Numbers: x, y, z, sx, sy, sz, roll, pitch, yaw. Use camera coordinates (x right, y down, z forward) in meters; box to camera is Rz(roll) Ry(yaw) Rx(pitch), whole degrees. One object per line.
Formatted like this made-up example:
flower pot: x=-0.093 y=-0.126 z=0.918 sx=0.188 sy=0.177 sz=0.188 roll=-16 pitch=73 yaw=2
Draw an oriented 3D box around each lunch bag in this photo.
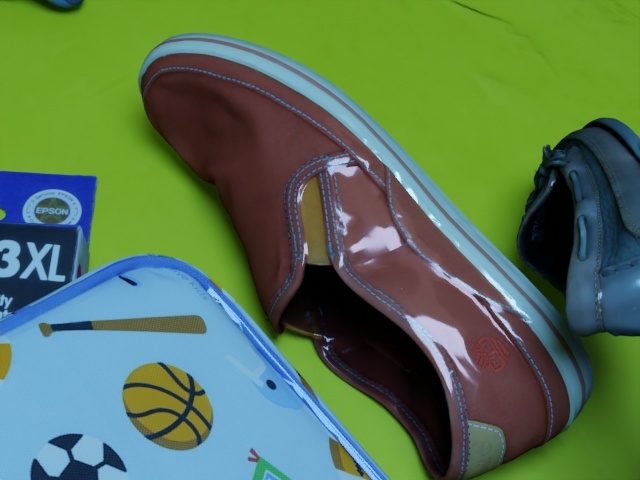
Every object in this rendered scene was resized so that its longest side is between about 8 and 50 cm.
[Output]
lunch bag: x=-0.047 y=0.159 z=0.395 sx=0.303 sy=0.115 sz=0.243 roll=49 pitch=40 yaw=10

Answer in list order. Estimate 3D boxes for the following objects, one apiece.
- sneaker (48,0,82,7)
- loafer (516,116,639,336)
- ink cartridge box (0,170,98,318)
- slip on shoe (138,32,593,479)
sneaker: x=-0.238 y=-0.203 z=0.744 sx=0.144 sy=0.059 sz=0.053 roll=31 pitch=19 yaw=-4
loafer: x=0.143 y=-0.010 z=0.561 sx=0.084 sy=0.096 sz=0.267 roll=-12 pitch=12 yaw=1
ink cartridge box: x=-0.215 y=0.082 z=0.507 sx=0.175 sy=0.069 sz=0.371 roll=3 pitch=48 yaw=-8
slip on shoe: x=0.000 y=0.000 z=0.579 sx=0.101 sy=0.123 sz=0.331 roll=-35 pitch=69 yaw=-27
